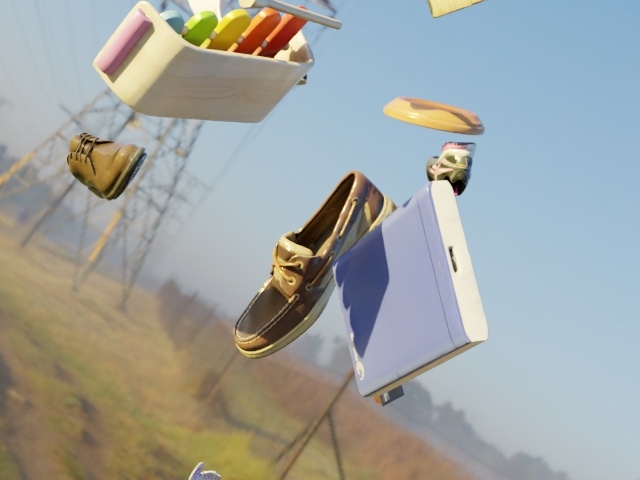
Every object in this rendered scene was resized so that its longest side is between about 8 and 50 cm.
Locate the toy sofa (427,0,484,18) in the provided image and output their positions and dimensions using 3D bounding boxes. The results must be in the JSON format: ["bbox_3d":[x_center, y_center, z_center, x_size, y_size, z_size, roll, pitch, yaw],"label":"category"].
[{"bbox_3d":[0.338,-0.507,1.892,0.177,0.362,0.150,-10,-78,46],"label":"toy sofa"}]

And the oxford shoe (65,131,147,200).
[{"bbox_3d":[-0.320,-0.112,1.571,0.096,0.082,0.227,38,-20,-23],"label":"oxford shoe"}]

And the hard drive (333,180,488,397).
[{"bbox_3d":[0.111,0.076,1.474,0.040,0.210,0.319,-5,-18,-24],"label":"hard drive"}]

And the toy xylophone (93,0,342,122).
[{"bbox_3d":[-0.111,-0.237,1.373,0.081,0.236,0.323,58,24,19],"label":"toy xylophone"}]

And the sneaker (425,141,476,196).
[{"bbox_3d":[0.216,-0.106,1.842,0.072,0.077,0.178,6,-14,0],"label":"sneaker"}]

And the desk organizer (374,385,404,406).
[{"bbox_3d":[0.087,0.192,1.731,0.050,0.047,0.130,10,-61,58],"label":"desk organizer"}]

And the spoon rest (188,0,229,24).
[{"bbox_3d":[-0.156,-0.380,1.732,0.084,0.137,0.276,-7,56,-38],"label":"spoon rest"}]

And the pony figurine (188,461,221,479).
[{"bbox_3d":[-0.145,0.476,1.202,0.364,0.351,0.302,22,-53,7],"label":"pony figurine"}]

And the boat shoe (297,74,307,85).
[{"bbox_3d":[-0.077,-0.327,2.096,0.133,0.042,0.049,16,-9,37],"label":"boat shoe"}]

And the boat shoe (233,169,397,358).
[{"bbox_3d":[-0.030,0.032,1.715,0.123,0.342,0.123,45,-1,-38],"label":"boat shoe"}]

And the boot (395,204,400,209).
[{"bbox_3d":[0.101,-0.053,1.885,0.087,0.042,0.118,24,1,-16],"label":"boot"}]

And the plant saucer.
[{"bbox_3d":[0.221,-0.243,2.096,0.200,0.037,0.200,11,13,-3],"label":"plant saucer"}]
